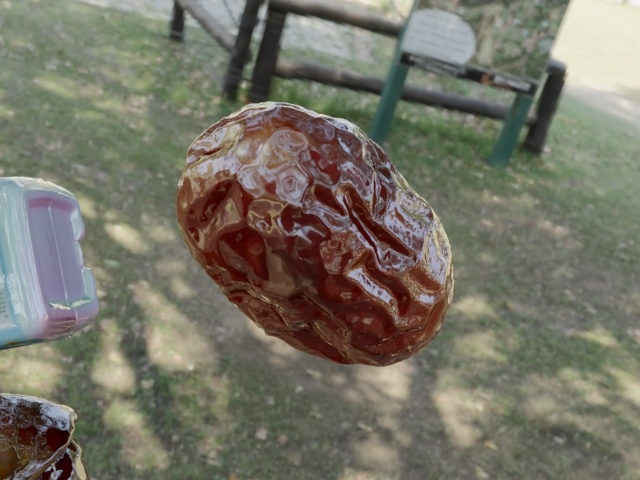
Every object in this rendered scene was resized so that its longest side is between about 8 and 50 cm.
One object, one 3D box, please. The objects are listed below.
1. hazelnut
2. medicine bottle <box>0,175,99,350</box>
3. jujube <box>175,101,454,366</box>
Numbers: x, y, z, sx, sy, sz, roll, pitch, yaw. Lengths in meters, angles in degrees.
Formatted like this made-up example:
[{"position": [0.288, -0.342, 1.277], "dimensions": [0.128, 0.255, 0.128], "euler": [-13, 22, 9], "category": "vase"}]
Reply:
[{"position": [-0.250, 0.206, 0.779], "dimensions": [0.160, 0.202, 0.170], "euler": [26, 51, 31], "category": "hazelnut"}, {"position": [-0.235, 0.026, 0.583], "dimensions": [0.187, 0.095, 0.119], "euler": [-12, -1, 4], "category": "medicine bottle"}, {"position": [0.000, 0.000, 0.806], "dimensions": [0.250, 0.174, 0.174], "euler": [50, 8, -33], "category": "jujube"}]
